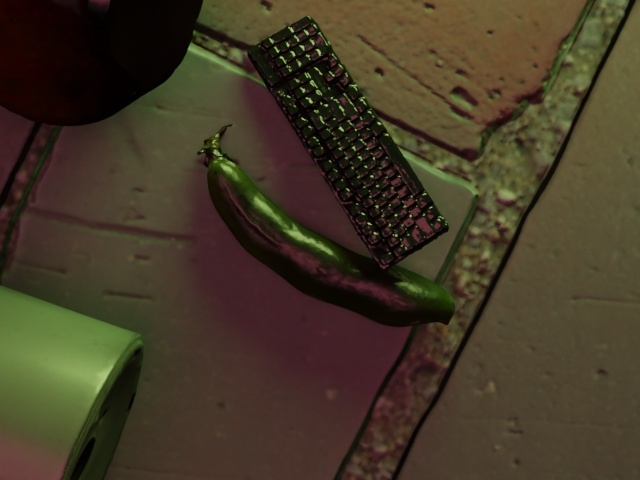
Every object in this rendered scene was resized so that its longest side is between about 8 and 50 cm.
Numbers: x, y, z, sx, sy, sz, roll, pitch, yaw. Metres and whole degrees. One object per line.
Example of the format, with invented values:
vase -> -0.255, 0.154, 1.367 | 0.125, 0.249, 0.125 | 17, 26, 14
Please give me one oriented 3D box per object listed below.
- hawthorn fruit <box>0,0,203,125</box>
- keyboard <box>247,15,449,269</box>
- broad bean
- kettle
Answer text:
hawthorn fruit -> -0.198, -0.197, 1.041 | 0.249, 0.215, 0.215 | 26, 93, -1
keyboard -> 0.018, -0.074, 1.115 | 0.060, 0.018, 0.195 | -32, 81, -2
broad bean -> -0.004, 0.004, 1.125 | 0.227, 0.039, 0.069 | 38, 87, 0
kettle -> -0.309, 0.121, 1.081 | 0.318, 0.265, 0.205 | 20, 61, 0
